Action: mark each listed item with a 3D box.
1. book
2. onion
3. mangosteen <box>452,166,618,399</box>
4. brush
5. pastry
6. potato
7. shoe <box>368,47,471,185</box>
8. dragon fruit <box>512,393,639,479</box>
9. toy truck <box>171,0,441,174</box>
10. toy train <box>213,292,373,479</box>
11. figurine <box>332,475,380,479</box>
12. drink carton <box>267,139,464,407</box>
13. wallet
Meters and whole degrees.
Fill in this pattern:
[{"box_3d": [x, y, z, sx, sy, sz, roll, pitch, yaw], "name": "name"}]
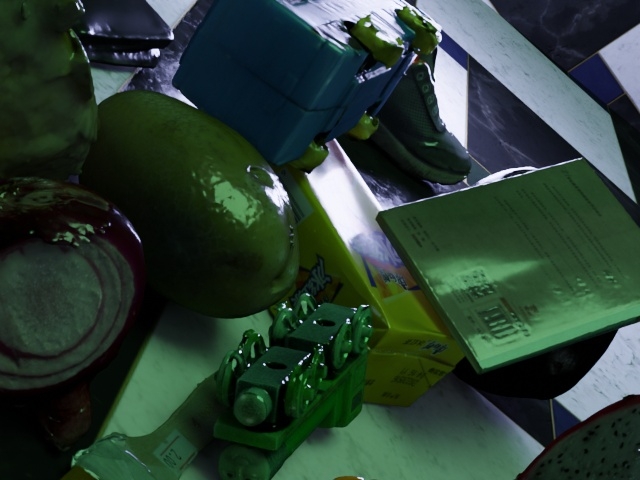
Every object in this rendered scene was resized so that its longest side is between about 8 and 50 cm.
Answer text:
[{"box_3d": [0.220, 0.019, 1.408, 0.282, 0.025, 0.215, -12, 55, -29], "name": "book"}, {"box_3d": [-0.204, 0.047, 0.928, 0.135, 0.173, 0.198, -128, -156, -48], "name": "onion"}, {"box_3d": [0.210, 0.036, 1.559, 0.287, 0.233, 0.287, 5, 51, -6], "name": "mangosteen"}, {"box_3d": [-0.111, 0.154, 1.038, 0.085, 0.020, 0.336, 45, 20, 2], "name": "brush"}, {"box_3d": [-0.285, -0.157, 1.016, 0.329, 0.136, 0.330, 47, -21, 24], "name": "pastry"}, {"box_3d": [-0.121, -0.039, 1.203, 0.251, 0.159, 0.174, 40, -16, 24], "name": "potato"}, {"box_3d": [0.120, -0.219, 1.960, 0.336, 0.171, 0.132, 32, 23, -28], "name": "shoe"}, {"box_3d": [0.315, 0.298, 1.199, 0.226, 0.305, 0.305, 44, 19, -22], "name": "dragon fruit"}, {"box_3d": [0.003, -0.191, 1.403, 0.162, 0.161, 0.385, 38, 22, 7], "name": "toy truck"}, {"box_3d": [-0.021, 0.124, 1.136, 0.085, 0.119, 0.251, 11, 17, 17], "name": "toy train"}, {"box_3d": [0.055, 0.263, 0.893, 0.320, 0.196, 0.323, 6, -13, 34], "name": "figurine"}, {"box_3d": [0.000, 0.000, 1.406, 0.154, 0.111, 0.351, 16, 34, -50], "name": "drink carton"}, {"box_3d": [-0.324, -0.340, 1.547, 0.377, 0.051, 0.197, 49, 24, 16], "name": "wallet"}]
